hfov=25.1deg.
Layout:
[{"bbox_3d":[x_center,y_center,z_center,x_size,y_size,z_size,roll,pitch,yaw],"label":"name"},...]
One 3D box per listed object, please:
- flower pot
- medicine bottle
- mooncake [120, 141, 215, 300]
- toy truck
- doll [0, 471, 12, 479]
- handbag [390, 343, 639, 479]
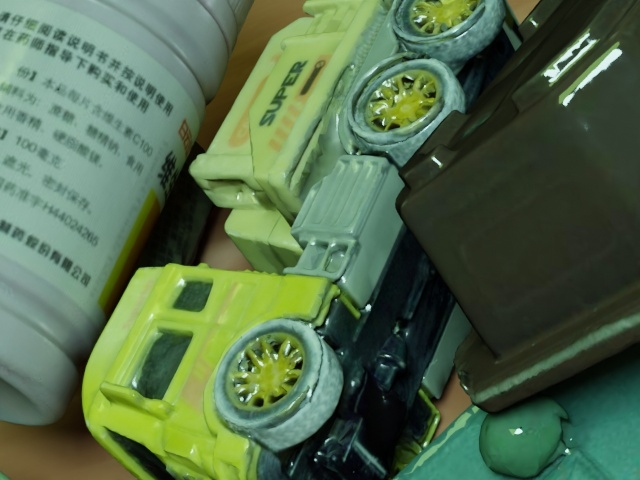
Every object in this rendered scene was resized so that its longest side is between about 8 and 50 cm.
[{"bbox_3d":[0.119,-0.059,0.539,0.179,0.084,0.251,-38,10,48],"label":"flower pot"},{"bbox_3d":[-0.128,-0.051,0.666,0.133,0.133,0.249,3,61,37],"label":"medicine bottle"},{"bbox_3d":[-0.121,0.001,0.756,0.130,0.073,0.125,1,60,25],"label":"mooncake"},{"bbox_3d":[0.000,0.000,0.636,0.157,0.124,0.272,5,59,37],"label":"toy truck"},{"bbox_3d":[-0.264,0.158,0.616,0.284,0.216,0.268,-20,56,-22],"label":"doll"},{"bbox_3d":[0.184,0.077,0.461,0.274,0.100,0.269,-41,44,-2],"label":"handbag"}]
